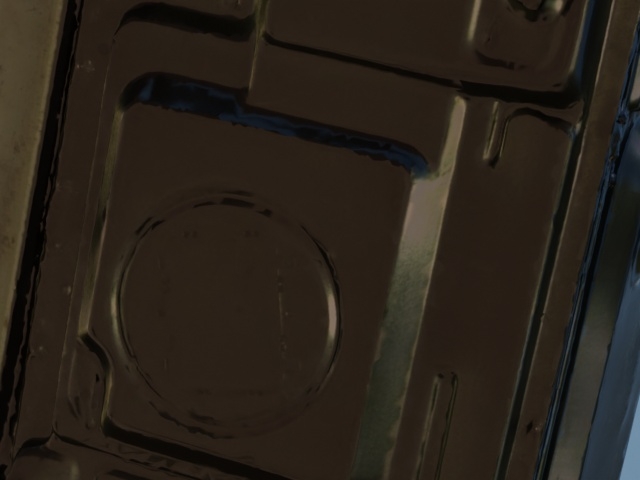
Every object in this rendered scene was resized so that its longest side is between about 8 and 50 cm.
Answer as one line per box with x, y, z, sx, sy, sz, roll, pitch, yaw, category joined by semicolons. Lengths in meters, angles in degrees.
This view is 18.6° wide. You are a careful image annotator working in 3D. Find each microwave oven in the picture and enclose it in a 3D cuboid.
0.000;0.000;0.956;0.333;0.247;0.394;14;-79;20;microwave oven
